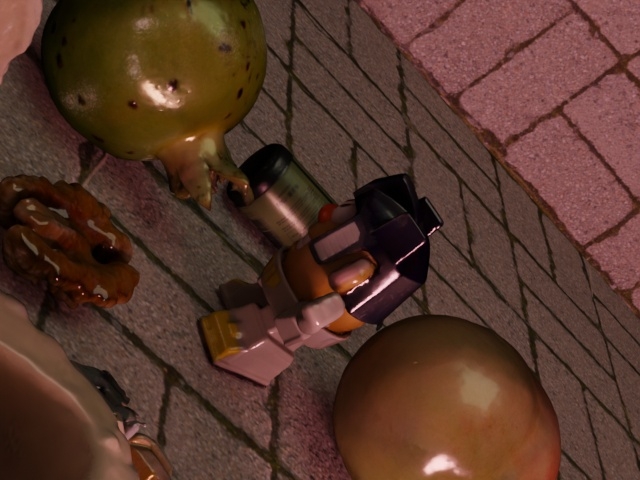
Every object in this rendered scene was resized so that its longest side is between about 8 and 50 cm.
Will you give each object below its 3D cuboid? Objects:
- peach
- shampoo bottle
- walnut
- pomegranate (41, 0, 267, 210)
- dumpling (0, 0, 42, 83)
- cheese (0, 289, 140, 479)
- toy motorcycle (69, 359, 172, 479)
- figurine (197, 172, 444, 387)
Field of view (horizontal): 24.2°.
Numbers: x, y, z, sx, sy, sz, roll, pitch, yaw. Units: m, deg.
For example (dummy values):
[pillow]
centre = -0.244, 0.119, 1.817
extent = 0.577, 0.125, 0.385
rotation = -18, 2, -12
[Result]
[peach]
centre = 0.153, 0.220, 1.764
extent = 0.292, 0.247, 0.292
rotation = 22, 49, -27
[shampoo bottle]
centre = 0.000, 0.000, 1.997
extent = 0.284, 0.101, 0.101
rotation = 47, 21, -20
[walnut]
centre = -0.255, 0.005, 1.466
extent = 0.170, 0.069, 0.143
rotation = 31, 32, -45
[pomegranate]
centre = -0.174, -0.187, 1.726
extent = 0.340, 0.260, 0.260
rotation = 61, 21, 10
[dumpling]
centre = -0.376, -0.216, 1.193
extent = 0.395, 0.315, 0.233
rotation = 44, 29, -50
[cheese]
centre = -0.286, 0.152, 0.992
extent = 0.332, 0.153, 0.292
rotation = 34, 27, -25
[toy motorcycle]
centre = -0.187, 0.176, 1.271
extent = 0.130, 0.094, 0.229
rotation = 43, -7, 41
[figurine]
centre = 0.010, 0.043, 1.694
extent = 0.143, 0.308, 0.308
rotation = 49, 20, -28
